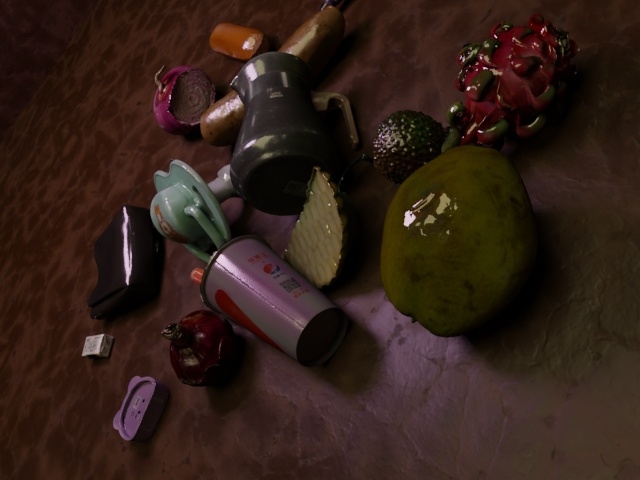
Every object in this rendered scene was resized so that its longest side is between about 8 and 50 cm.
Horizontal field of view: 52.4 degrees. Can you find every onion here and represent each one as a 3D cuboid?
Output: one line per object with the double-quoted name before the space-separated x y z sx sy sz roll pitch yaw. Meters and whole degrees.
"onion" -0.425 -0.424 1.987 0.201 0.201 0.207 -8 92 38
"onion" -0.261 0.231 1.428 0.136 0.198 0.173 5 69 19

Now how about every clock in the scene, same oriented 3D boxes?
"clock" -0.433 0.406 1.574 0.110 0.050 0.152 8 71 44

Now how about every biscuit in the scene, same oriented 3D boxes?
"biscuit" 0.000 0.000 1.362 0.187 0.036 0.273 58 140 36

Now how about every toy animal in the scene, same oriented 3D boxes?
"toy animal" 0.055 -0.083 1.410 0.070 0.079 0.252 0 67 27

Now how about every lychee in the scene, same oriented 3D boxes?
"lychee" 0.189 -0.185 1.311 0.171 0.171 0.171 -21 53 31

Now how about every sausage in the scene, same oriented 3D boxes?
"sausage" -0.121 -0.417 1.734 0.501 0.123 0.136 -37 81 18
"sausage" -0.248 -0.603 1.980 0.274 0.105 0.105 32 88 47

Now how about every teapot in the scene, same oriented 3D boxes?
"teapot" -0.066 -0.254 1.513 0.301 0.253 0.343 -2 55 -10

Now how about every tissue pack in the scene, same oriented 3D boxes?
"tissue pack" -0.621 0.296 1.812 0.083 0.042 0.062 -15 55 35

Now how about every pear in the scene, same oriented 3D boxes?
"pear" 0.229 0.000 1.095 0.269 0.269 0.321 29 100 47

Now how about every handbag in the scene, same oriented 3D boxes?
"handbag" -0.572 0.067 1.859 0.257 0.114 0.285 -30 56 33

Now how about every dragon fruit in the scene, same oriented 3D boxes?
"dragon fruit" 0.345 -0.275 1.195 0.272 0.219 0.198 -68 18 -13

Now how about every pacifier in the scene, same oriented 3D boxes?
"pacifier" -0.279 -0.093 1.648 0.269 0.288 0.343 -34 14 -24

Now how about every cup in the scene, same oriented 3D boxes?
"cup" -0.091 0.133 1.350 0.289 0.203 0.203 30 87 40

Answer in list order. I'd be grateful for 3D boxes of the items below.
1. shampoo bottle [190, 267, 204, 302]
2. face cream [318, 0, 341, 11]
"shampoo bottle" -0.243 0.114 1.579 0.221 0.051 0.108 20 81 47
"face cream" 0.087 -0.728 1.772 0.273 0.078 0.078 -52 43 4
